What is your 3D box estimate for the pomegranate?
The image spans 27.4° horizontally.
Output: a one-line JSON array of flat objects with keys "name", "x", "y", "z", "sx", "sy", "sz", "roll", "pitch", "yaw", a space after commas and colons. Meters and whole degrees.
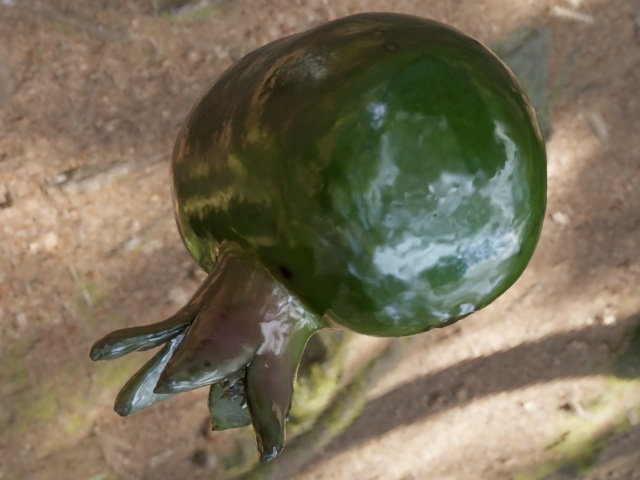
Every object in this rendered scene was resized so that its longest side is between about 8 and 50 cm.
[{"name": "pomegranate", "x": 0.000, "y": 0.000, "z": 0.518, "sx": 0.131, "sy": 0.191, "sz": 0.152, "roll": 44, "pitch": 152, "yaw": -26}]
